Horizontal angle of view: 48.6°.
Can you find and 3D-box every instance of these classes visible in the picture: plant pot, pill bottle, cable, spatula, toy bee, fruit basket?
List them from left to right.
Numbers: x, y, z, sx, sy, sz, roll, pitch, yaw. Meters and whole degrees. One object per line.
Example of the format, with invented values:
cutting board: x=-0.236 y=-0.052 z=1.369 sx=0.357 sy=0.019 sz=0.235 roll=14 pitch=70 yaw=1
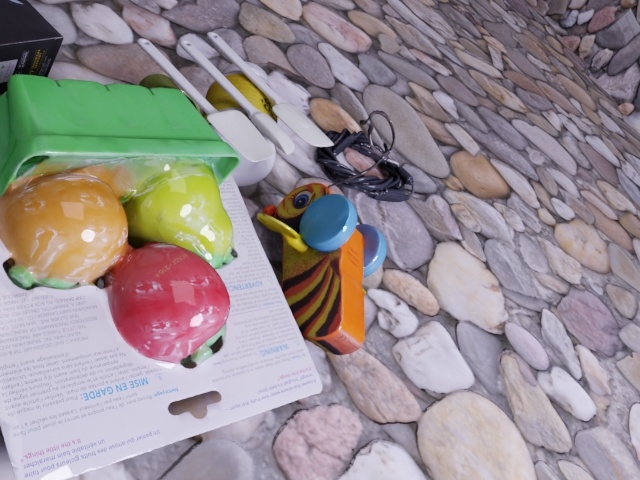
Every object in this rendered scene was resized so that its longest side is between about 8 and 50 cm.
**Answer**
fruit basket: x=-0.183 y=0.022 z=0.681 sx=0.327 sy=0.165 sz=0.353 roll=-8 pitch=72 yaw=-47
plant pot: x=-0.205 y=-0.176 z=0.916 sx=0.083 sy=0.083 sz=0.079 roll=13 pitch=31 yaw=-34
spatula: x=-0.110 y=-0.187 z=0.885 sx=0.242 sy=0.019 sz=0.168 roll=47 pitch=40 yaw=17
pill bottle: x=-0.109 y=-0.166 z=0.963 sx=0.103 sy=0.103 sz=0.184 roll=24 pitch=38 yaw=-22
toy bee: x=0.000 y=0.000 z=0.875 sx=0.195 sy=0.162 sz=0.298 roll=59 pitch=39 yaw=-29
cable: x=0.066 y=-0.128 z=1.139 sx=0.184 sy=0.047 sz=0.151 roll=4 pitch=48 yaw=-40

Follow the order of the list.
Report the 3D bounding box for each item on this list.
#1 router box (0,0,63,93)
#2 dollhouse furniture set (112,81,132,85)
router box: x=-0.476 y=-0.277 z=0.757 sx=0.309 sy=0.081 sz=0.243 roll=45 pitch=34 yaw=7
dollhouse furniture set: x=-0.289 y=-0.165 z=0.824 sx=0.114 sy=0.091 sz=0.081 roll=13 pitch=27 yaw=-30
